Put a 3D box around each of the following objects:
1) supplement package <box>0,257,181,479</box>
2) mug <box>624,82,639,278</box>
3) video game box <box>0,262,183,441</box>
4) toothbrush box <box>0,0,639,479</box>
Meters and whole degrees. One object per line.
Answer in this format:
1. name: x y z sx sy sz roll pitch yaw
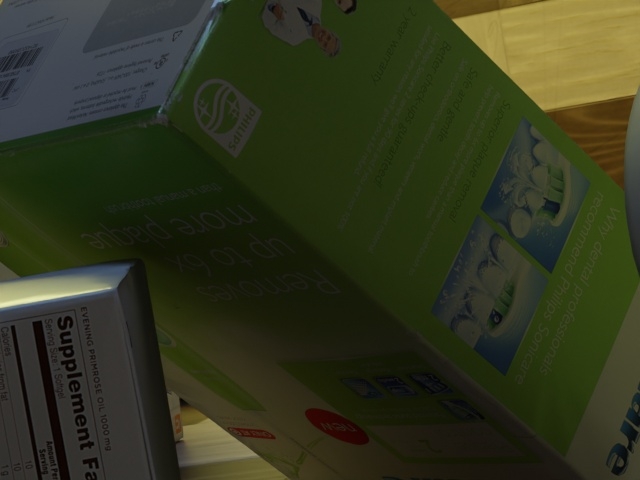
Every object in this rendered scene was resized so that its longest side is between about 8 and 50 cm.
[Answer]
1. supplement package: -0.149 0.098 0.636 0.203 0.149 0.194 -10 3 -2
2. mug: 0.311 -0.019 0.639 0.374 0.276 0.328 26 -30 -37
3. video game box: -0.144 0.044 1.186 0.048 0.205 0.187 -5 5 13
4. toothbrush box: 0.000 0.000 0.799 0.283 0.122 0.206 40 -27 -30
